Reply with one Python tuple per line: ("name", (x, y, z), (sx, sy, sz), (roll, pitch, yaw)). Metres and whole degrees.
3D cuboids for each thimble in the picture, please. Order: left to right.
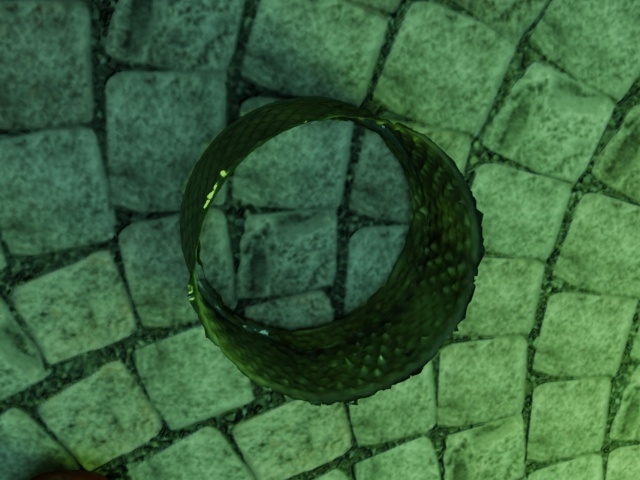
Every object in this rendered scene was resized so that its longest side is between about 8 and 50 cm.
("thimble", (0.000, 0.000, 0.833), (0.270, 0.150, 0.271), (-5, 108, -14))

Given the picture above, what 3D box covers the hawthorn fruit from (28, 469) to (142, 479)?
("hawthorn fruit", (-0.244, 0.286, 0.876), (0.140, 0.125, 0.125), (-5, 109, -12))
